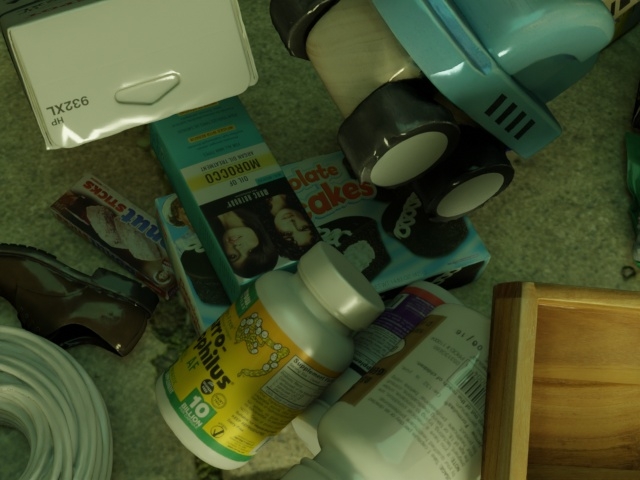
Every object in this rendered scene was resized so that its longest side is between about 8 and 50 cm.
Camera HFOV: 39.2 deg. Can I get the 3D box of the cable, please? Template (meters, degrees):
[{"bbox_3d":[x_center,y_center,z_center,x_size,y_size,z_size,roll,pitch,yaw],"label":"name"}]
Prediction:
[{"bbox_3d":[-0.323,0.211,0.853,0.257,0.089,0.257,22,61,11],"label":"cable"}]

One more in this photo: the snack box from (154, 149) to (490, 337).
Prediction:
[{"bbox_3d":[0.000,0.000,0.989,0.322,0.060,0.187,-17,62,-16],"label":"snack box"}]

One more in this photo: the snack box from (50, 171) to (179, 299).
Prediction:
[{"bbox_3d":[-0.219,-0.007,1.018,0.178,0.022,0.064,34,62,16],"label":"snack box"}]

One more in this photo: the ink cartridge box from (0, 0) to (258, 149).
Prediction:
[{"bbox_3d":[-0.228,-0.224,0.995,0.223,0.129,0.307,-21,26,-14],"label":"ink cartridge box"}]

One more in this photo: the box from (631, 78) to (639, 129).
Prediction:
[{"bbox_3d":[0.618,-0.228,1.134,0.395,0.097,0.318,18,59,7],"label":"box"}]

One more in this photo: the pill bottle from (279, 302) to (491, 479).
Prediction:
[{"bbox_3d":[0.072,0.171,0.763,0.229,0.131,0.131,-41,69,-20],"label":"pill bottle"}]

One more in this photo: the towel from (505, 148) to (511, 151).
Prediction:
[{"bbox_3d":[0.171,-0.250,1.151,0.228,0.076,0.308,9,60,12],"label":"towel"}]

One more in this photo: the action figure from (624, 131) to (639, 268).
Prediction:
[{"bbox_3d":[0.407,-0.033,1.032,0.137,0.063,0.232,11,59,16],"label":"action figure"}]

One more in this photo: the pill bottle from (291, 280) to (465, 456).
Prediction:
[{"bbox_3d":[0.066,0.139,0.895,0.108,0.108,0.193,40,67,19],"label":"pill bottle"}]

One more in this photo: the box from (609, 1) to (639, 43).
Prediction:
[{"bbox_3d":[0.351,-0.287,1.153,0.179,0.105,0.043,-38,60,-21],"label":"box"}]

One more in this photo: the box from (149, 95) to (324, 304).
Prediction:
[{"bbox_3d":[-0.090,-0.049,0.937,0.101,0.060,0.244,-21,61,-19],"label":"box"}]

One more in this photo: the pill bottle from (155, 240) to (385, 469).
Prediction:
[{"bbox_3d":[-0.044,0.103,0.832,0.208,0.117,0.117,-44,67,11],"label":"pill bottle"}]

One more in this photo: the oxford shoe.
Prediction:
[{"bbox_3d":[-0.294,0.065,0.943,0.227,0.083,0.096,16,65,8],"label":"oxford shoe"}]

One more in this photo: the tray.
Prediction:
[{"bbox_3d":[0.337,0.152,0.716,0.411,0.076,0.202,6,84,-7],"label":"tray"}]

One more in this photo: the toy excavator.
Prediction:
[{"bbox_3d":[0.244,-0.228,0.930,0.445,0.433,0.222,-36,64,21],"label":"toy excavator"}]
